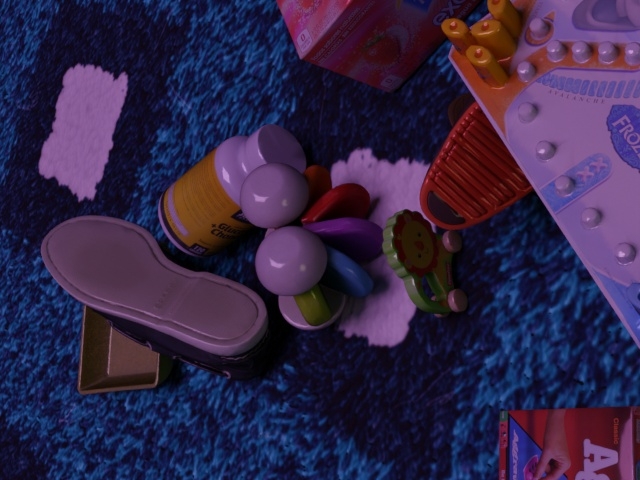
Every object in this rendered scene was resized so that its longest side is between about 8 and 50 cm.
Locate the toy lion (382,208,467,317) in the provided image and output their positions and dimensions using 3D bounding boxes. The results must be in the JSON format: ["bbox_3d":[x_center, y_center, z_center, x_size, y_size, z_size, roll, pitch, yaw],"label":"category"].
[{"bbox_3d":[0.100,0.021,1.170,0.034,0.096,0.100,-21,65,43],"label":"toy lion"}]

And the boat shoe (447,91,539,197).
[{"bbox_3d":[0.176,-0.087,1.145,0.056,0.049,0.152,-35,50,-2],"label":"boat shoe"}]

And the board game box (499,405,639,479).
[{"bbox_3d":[0.217,0.287,1.024,0.145,0.027,0.281,-11,72,45],"label":"board game box"}]

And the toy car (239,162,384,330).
[{"bbox_3d":[0.000,0.000,1.273,0.136,0.159,0.182,-18,61,4],"label":"toy car"}]

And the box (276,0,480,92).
[{"bbox_3d":[0.095,-0.319,1.229,0.300,0.142,0.154,-45,50,31],"label":"box"}]

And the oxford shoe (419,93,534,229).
[{"bbox_3d":[0.182,-0.122,1.095,0.271,0.097,0.098,-49,18,-3],"label":"oxford shoe"}]

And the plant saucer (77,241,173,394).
[{"bbox_3d":[-0.248,0.108,1.573,0.188,0.045,0.188,-12,72,46],"label":"plant saucer"}]

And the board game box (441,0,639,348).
[{"bbox_3d":[0.326,-0.146,0.900,0.390,0.050,0.390,-36,53,13],"label":"board game box"}]

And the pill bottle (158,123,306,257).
[{"bbox_3d":[-0.103,-0.061,1.412,0.184,0.103,0.103,-34,56,38],"label":"pill bottle"}]

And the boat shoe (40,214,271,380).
[{"bbox_3d":[-0.197,0.074,1.434,0.340,0.113,0.127,18,55,27],"label":"boat shoe"}]
